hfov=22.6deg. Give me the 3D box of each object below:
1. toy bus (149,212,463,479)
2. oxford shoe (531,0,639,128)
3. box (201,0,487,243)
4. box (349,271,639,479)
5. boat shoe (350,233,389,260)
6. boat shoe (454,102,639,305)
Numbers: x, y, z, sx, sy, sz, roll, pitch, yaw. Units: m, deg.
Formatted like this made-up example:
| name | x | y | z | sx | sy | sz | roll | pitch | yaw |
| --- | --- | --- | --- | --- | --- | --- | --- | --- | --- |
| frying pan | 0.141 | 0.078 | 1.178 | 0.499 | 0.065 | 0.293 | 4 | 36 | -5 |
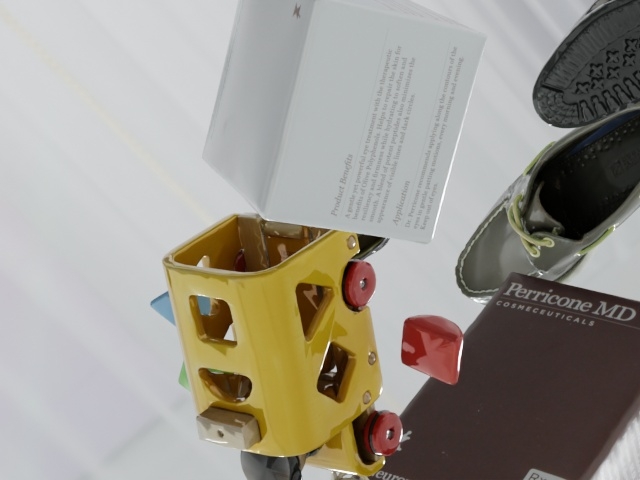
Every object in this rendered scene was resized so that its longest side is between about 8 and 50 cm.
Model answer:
| name | x | y | z | sx | sy | sz | roll | pitch | yaw |
| --- | --- | --- | --- | --- | --- | --- | --- | --- | --- |
| toy bus | -0.027 | 0.084 | 0.938 | 0.104 | 0.202 | 0.191 | -33 | 165 | -46 |
| oxford shoe | 0.249 | -0.177 | 1.243 | 0.227 | 0.083 | 0.096 | -44 | -161 | 4 |
| box | 0.007 | -0.064 | 0.736 | 0.102 | 0.087 | 0.101 | -139 | -120 | -62 |
| box | 0.157 | 0.209 | 1.326 | 0.191 | 0.143 | 0.381 | 12 | -134 | 37 |
| boat shoe | 0.000 | 0.000 | 1.179 | 0.152 | 0.056 | 0.049 | -32 | -157 | 40 |
| boat shoe | 0.224 | -0.036 | 1.456 | 0.305 | 0.109 | 0.091 | -40 | 157 | 33 |
